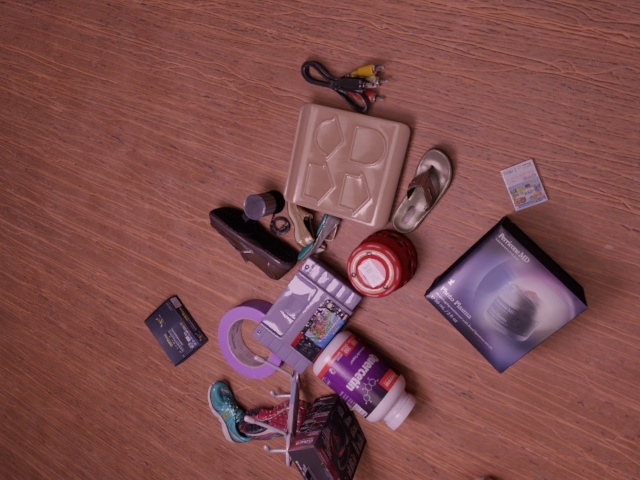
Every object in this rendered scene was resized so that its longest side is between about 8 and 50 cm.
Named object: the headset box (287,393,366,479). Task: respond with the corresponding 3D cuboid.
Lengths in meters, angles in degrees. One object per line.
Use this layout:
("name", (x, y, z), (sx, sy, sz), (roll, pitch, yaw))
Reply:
("headset box", (0.024, 0.687, 1.595), (0.110, 0.293, 0.218), (-23, 102, 27))

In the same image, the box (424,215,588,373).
("box", (0.502, 0.143, 1.337), (0.296, 0.182, 0.294), (45, 114, 9))

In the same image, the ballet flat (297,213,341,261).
("ballet flat", (0.000, 0.000, 1.604), (0.068, 0.072, 0.213), (26, 117, -15))

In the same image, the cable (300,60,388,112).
("cable", (0.070, -0.478, 1.489), (0.287, 0.072, 0.140), (21, 127, 32))

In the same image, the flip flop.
("flip flop", (0.293, -0.137, 1.428), (0.112, 0.080, 0.277), (36, 114, 14))

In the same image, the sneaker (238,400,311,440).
("sneaker", (-0.148, 0.674, 1.802), (0.299, 0.121, 0.112), (-10, 132, 17))

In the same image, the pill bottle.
("pill bottle", (0.145, 0.453, 1.568), (0.323, 0.181, 0.182), (38, 114, 13))

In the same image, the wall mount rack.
("wall mount rack", (-0.148, 0.551, 1.616), (0.130, 0.350, 0.304), (-1, 138, 5))

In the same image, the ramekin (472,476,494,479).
("ramekin", (0.515, 0.825, 1.470), (0.207, 0.207, 0.109), (46, 107, 10))

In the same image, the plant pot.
("plant pot", (0.186, 0.073, 1.474), (0.191, 0.174, 0.191), (4, 102, 22))

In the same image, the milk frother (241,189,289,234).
("milk frother", (-0.174, -0.086, 1.625), (0.143, 0.134, 0.129), (39, 115, 13))

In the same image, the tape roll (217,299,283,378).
("tape roll", (-0.239, 0.360, 1.778), (0.274, 0.090, 0.275), (6, 104, 25))

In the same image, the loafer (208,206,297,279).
("loafer", (-0.254, 0.018, 1.684), (0.366, 0.133, 0.130), (37, 123, 17))

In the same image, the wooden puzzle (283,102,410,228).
("wooden puzzle", (0.079, -0.234, 1.510), (0.347, 0.080, 0.322), (17, 106, 16))

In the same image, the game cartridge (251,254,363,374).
("game cartridge", (-0.046, 0.252, 1.612), (0.230, 0.068, 0.355), (38, 106, 8))

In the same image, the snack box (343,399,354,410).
("snack box", (0.095, 0.565, 1.704), (0.178, 0.022, 0.064), (-25, 91, 27))

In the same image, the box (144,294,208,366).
("box", (-0.584, 0.365, 1.955), (0.183, 0.059, 0.233), (-40, 83, 28))

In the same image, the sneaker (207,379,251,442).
("sneaker", (-0.341, 0.660, 1.876), (0.110, 0.107, 0.275), (-13, 106, 43))

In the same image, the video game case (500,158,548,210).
("video game case", (0.562, -0.152, 1.339), (0.087, 0.011, 0.122), (-21, 92, 26))

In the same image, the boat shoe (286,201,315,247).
("boat shoe", (-0.055, -0.073, 1.592), (0.072, 0.068, 0.190), (-27, 70, 31))
